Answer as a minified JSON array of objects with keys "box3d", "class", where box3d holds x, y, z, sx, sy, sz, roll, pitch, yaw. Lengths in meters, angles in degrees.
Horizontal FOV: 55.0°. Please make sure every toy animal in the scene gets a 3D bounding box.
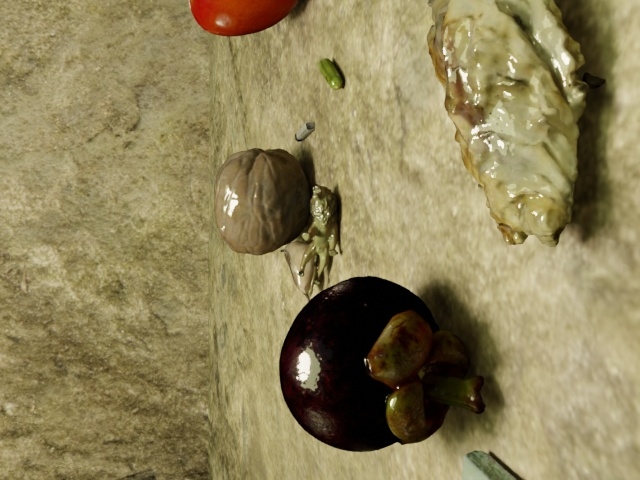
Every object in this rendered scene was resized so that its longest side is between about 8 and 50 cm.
[{"box3d":[-0.002,0.010,1.107,0.086,0.069,0.220,-81,2,-67],"class":"toy animal"}]

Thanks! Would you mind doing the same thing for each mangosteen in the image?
[{"box3d":[0.075,0.151,0.714,0.250,0.211,0.211,12,106,40],"class":"mangosteen"}]

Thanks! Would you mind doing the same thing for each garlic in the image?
[{"box3d":[-0.030,0.050,1.209,0.152,0.066,0.084,-118,4,-60],"class":"garlic"}]

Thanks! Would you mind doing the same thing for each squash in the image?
[{"box3d":[0.019,-0.288,1.069,0.083,0.027,0.027,-114,28,-47],"class":"squash"}]

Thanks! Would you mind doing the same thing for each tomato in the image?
[{"box3d":[-0.137,-0.540,1.200,0.298,0.226,0.299,-175,90,-75],"class":"tomato"}]

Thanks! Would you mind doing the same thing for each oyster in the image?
[{"box3d":[0.150,-0.160,0.574,0.201,0.107,0.355,107,154,-52],"class":"oyster"}]

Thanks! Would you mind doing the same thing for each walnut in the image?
[{"box3d":[-0.120,-0.078,1.251,0.224,0.224,0.224,178,90,-72],"class":"walnut"}]

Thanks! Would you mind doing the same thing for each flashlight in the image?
[{"box3d":[-0.033,-0.220,1.243,0.083,0.018,0.018,158,107,-71],"class":"flashlight"}]

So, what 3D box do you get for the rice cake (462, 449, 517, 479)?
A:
[{"box3d":[0.198,0.282,0.568,0.221,0.042,0.080,-156,67,-69],"class":"rice cake"}]
